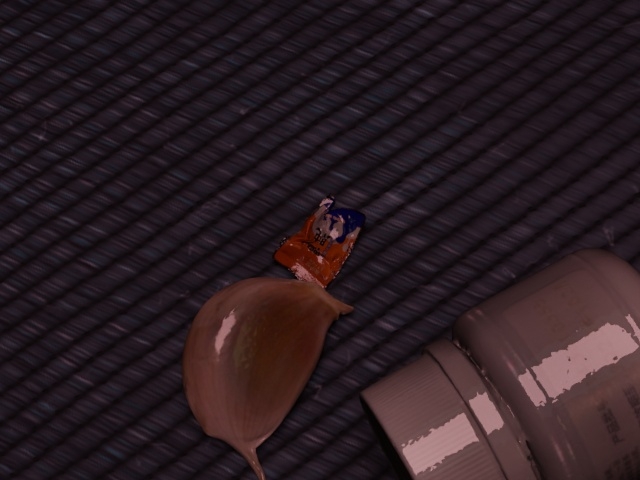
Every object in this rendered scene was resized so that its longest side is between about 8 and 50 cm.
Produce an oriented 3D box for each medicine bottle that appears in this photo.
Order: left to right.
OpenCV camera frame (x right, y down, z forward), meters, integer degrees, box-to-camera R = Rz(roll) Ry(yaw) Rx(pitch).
[{"bbox_3d":[0.219,0.173,1.584,0.306,0.245,0.245,-28,66,-6],"label":"medicine bottle"}]

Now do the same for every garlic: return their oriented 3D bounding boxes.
[{"bbox_3d":[-0.092,0.155,1.723,0.148,0.128,0.266,17,80,26],"label":"garlic"}]

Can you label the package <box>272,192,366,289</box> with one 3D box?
[{"bbox_3d":[0.001,0.000,1.804,0.077,0.033,0.110,35,88,-5],"label":"package"}]
